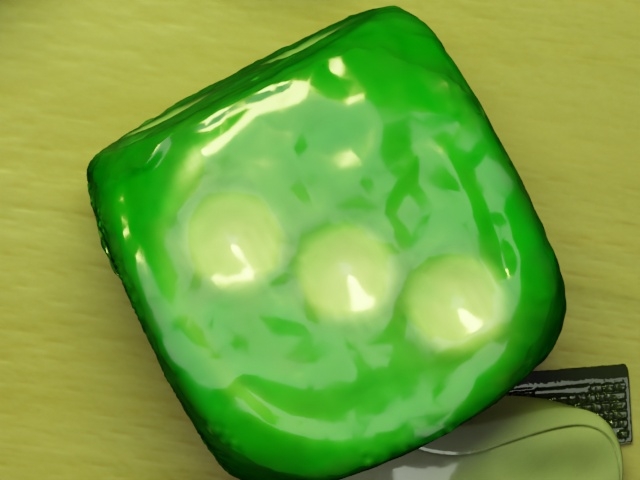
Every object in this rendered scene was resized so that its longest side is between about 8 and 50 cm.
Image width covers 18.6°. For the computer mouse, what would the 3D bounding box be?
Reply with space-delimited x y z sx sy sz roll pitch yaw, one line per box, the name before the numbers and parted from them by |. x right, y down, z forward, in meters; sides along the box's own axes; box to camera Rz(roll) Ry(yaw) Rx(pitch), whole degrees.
computer mouse | 0.117 0.218 1.664 0.297 0.121 0.184 10 108 -6

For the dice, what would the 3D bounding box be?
dice | 0.000 0.000 1.538 0.300 0.287 0.297 -28 102 -1

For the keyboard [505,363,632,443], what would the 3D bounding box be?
keyboard | 0.178 0.152 1.722 0.196 0.015 0.074 -4 100 -5
